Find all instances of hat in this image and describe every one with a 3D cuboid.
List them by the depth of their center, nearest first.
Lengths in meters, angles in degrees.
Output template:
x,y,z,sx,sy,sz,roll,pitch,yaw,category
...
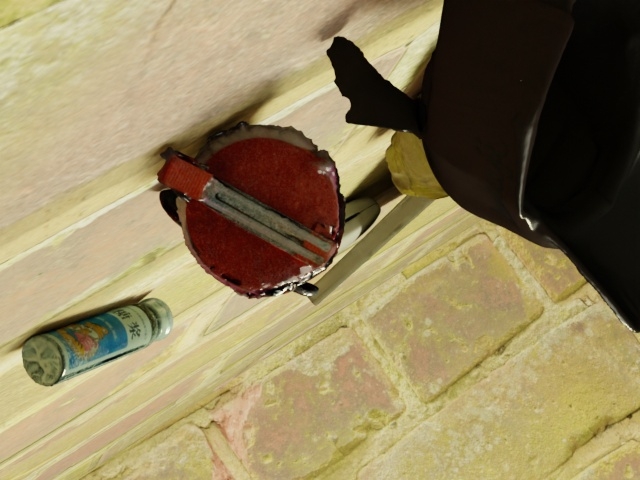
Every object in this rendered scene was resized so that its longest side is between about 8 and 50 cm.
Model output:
x,y,z,sx,sy,sz,roll,pitch,yaw,category
0.154,-0.091,0.864,0.209,0.336,0.238,11,-130,44,hat
-0.060,-0.029,0.916,0.140,0.128,0.227,8,-176,-8,hat

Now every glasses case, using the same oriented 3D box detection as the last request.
x,y,z,sx,sy,sz,roll,pitch,yaw,category
0.000,0.000,1.449,0.197,0.049,0.076,-31,173,-39,glasses case

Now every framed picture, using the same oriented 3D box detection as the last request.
x,y,z,sx,sy,sz,roll,pitch,yaw,category
0.170,-0.092,1.517,0.326,0.028,0.446,-41,178,-34,framed picture

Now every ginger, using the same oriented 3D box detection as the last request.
x,y,z,sx,sy,sz,roll,pitch,yaw,category
0.140,-0.116,1.130,0.109,0.116,0.263,-55,175,-21,ginger

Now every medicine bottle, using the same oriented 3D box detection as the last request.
x,y,z,sx,sy,sz,roll,pitch,yaw,category
-0.214,0.097,1.146,0.051,0.051,0.191,-38,172,24,medicine bottle
